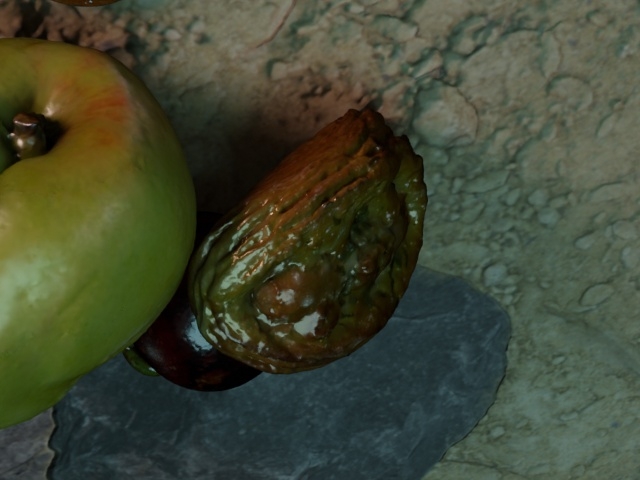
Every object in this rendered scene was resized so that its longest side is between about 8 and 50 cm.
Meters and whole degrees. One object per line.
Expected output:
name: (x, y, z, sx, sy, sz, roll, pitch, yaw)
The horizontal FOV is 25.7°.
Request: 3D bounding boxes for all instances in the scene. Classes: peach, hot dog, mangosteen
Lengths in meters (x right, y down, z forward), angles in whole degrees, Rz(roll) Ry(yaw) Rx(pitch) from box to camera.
peach: (-0.260, -0.006, 1.142, 0.281, 0.314, 0.315, 43, 149, 3)
hot dog: (0.000, 0.000, 1.230, 0.122, 0.272, 0.196, 12, 125, 30)
mangosteen: (-0.124, 0.061, 1.328, 0.200, 0.199, 0.199, -8, 132, -9)

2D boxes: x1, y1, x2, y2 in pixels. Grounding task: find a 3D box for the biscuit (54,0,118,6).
biscuit: (-0.166, -0.251, 1.123, 0.175, 0.026, 0.124, -21, 134, 3)
